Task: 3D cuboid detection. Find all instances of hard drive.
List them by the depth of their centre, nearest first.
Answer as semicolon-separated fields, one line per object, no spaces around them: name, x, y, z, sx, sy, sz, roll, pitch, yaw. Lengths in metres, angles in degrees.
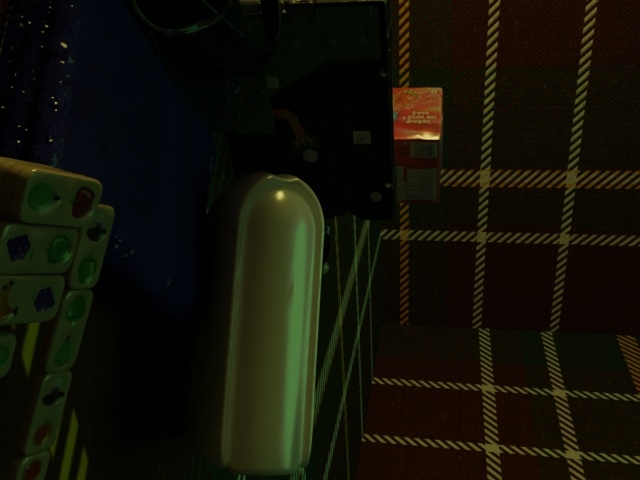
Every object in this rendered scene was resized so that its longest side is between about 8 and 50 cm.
hard drive;-0.015;-0.178;0.934;0.064;0.237;0.338;-77;164;-48

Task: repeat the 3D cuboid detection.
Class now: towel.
towel;-0.173;-0.066;0.575;0.308;0.076;0.227;65;22;-67

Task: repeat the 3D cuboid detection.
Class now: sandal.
sandal;-0.117;-0.257;0.654;0.445;0.107;0.167;68;37;-59

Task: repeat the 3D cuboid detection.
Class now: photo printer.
photo printer;-0.080;0.081;0.741;0.256;0.107;0.307;160;-65;-69

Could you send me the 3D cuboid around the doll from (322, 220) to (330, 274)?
doll;0.000;0.000;1.555;0.129;0.046;0.189;-71;160;-55

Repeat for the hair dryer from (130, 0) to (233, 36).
hair dryer;-0.084;-0.333;0.535;0.293;0.080;0.223;-45;140;-13

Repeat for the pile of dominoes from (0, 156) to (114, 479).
pile of dominoes;-0.190;0.079;0.365;0.196;0.040;0.251;6;100;-70

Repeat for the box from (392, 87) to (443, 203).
box;0.062;-0.166;1.169;0.154;0.300;0.142;79;17;-47
